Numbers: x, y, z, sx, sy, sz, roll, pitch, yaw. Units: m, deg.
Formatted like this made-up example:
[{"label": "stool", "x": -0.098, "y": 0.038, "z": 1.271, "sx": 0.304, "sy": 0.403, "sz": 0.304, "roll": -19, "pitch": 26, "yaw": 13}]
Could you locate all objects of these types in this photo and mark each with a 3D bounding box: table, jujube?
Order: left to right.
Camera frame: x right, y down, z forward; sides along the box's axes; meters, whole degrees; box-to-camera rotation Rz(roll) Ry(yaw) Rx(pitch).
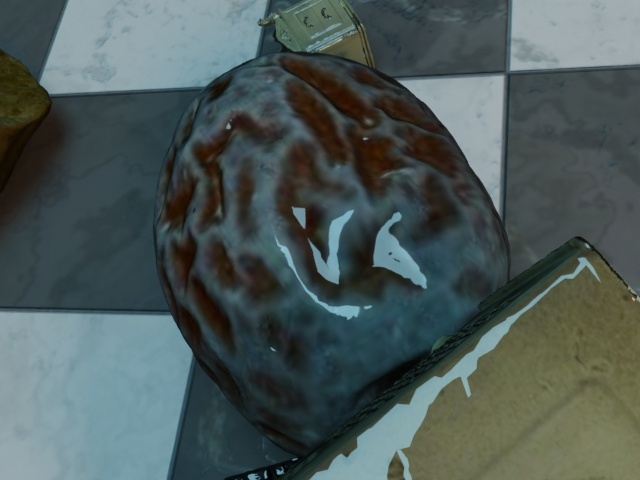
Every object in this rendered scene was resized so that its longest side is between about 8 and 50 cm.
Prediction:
[{"label": "table", "x": -0.004, "y": -0.190, "z": 0.844, "sx": 0.083, "sy": 0.062, "sz": 0.079, "roll": -27, "pitch": 57, "yaw": -1}, {"label": "jujube", "x": 0.000, "y": -0.006, "z": 0.646, "sx": 0.246, "sy": 0.215, "sz": 0.308, "roll": -36, "pitch": 54, "yaw": -3}]

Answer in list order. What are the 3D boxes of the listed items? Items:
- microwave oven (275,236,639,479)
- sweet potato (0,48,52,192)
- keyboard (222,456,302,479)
[{"label": "microwave oven", "x": 0.104, "y": 0.258, "z": 0.383, "sx": 0.333, "sy": 0.247, "sz": 0.394, "roll": -38, "pitch": 82, "yaw": -9}, {"label": "sweet potato", "x": -0.404, "y": -0.038, "z": 0.823, "sx": 0.158, "sy": 0.158, "sz": 0.369, "roll": 29, "pitch": 79, "yaw": 28}, {"label": "keyboard", "x": 0.036, "y": 0.176, "z": 0.644, "sx": 0.231, "sy": 0.023, "sz": 0.072, "roll": -16, "pitch": 55, "yaw": 6}]
